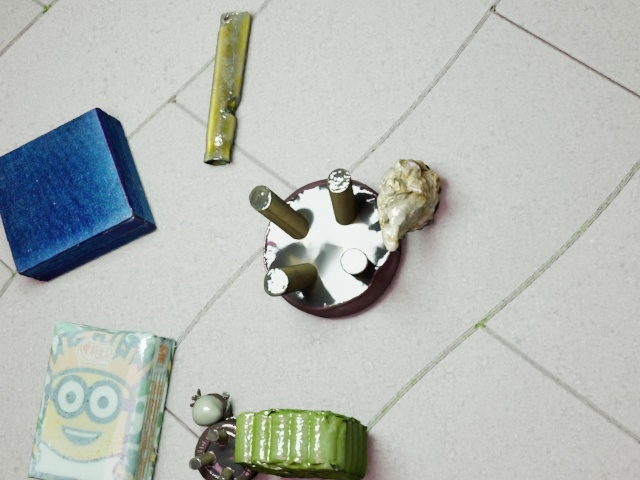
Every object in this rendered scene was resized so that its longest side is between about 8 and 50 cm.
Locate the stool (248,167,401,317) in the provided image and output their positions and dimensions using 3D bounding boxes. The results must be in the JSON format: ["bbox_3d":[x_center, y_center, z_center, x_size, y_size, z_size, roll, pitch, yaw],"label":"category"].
[{"bbox_3d":[0.000,0.000,1.744,0.272,0.178,0.272,-4,78,17],"label":"stool"}]

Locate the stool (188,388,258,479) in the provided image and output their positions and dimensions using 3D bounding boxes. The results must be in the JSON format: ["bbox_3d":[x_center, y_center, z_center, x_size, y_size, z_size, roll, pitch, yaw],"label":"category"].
[{"bbox_3d":[-0.183,0.370,1.764,0.125,0.121,0.217,-28,77,12],"label":"stool"}]

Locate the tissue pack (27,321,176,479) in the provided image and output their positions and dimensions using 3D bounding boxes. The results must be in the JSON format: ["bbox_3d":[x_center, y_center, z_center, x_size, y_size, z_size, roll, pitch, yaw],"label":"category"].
[{"bbox_3d":[-0.421,0.325,1.844,0.228,0.128,0.311,5,79,19],"label":"tissue pack"}]

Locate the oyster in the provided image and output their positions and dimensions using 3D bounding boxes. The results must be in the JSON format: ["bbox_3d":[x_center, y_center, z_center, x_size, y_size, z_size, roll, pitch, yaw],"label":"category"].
[{"bbox_3d":[0.164,-0.064,1.710,0.081,0.163,0.191,8,76,47],"label":"oyster"}]

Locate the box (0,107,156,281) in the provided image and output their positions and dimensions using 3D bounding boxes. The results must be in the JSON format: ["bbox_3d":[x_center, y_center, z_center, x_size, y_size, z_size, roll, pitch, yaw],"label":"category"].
[{"bbox_3d":[-0.512,-0.091,1.960,0.279,0.116,0.261,-25,72,12],"label":"box"}]

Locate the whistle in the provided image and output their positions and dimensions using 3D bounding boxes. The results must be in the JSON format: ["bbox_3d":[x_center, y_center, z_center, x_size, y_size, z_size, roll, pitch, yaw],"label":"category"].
[{"bbox_3d":[-0.193,-0.311,1.932,0.068,0.057,0.326,3,80,18],"label":"whistle"}]

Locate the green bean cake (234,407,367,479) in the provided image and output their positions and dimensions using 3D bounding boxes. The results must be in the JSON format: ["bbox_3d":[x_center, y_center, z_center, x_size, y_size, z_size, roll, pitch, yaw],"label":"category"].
[{"bbox_3d":[-0.031,0.358,1.667,0.200,0.214,0.113,-1,73,18],"label":"green bean cake"}]
